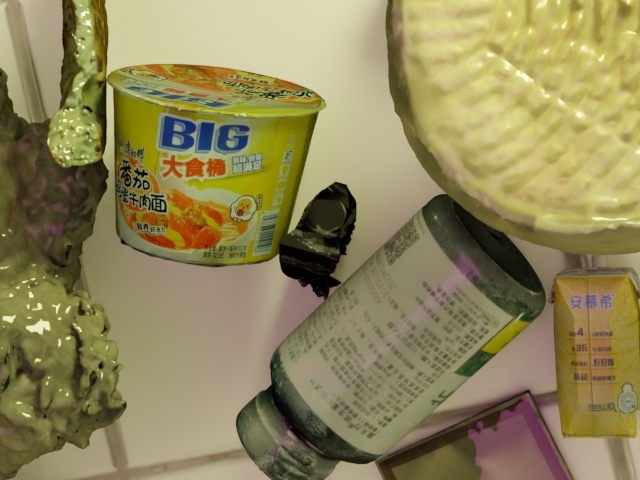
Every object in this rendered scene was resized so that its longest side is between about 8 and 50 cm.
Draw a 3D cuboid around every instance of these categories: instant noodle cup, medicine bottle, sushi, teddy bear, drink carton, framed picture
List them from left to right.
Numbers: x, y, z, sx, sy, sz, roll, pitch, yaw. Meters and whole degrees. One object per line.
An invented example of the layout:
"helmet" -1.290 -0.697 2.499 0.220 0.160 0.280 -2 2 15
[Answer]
"teddy bear" -0.316 0.045 1.395 0.357 0.224 0.367 -50 52 7
"instant noodle cup" -0.099 -0.069 1.374 0.205 0.205 0.153 11 108 18
"sushi" 0.000 0.000 1.391 0.056 0.085 0.083 15 59 7
"medicine bottle" 0.055 0.101 1.356 0.293 0.141 0.141 -44 81 17
"framed picture" 0.172 0.276 1.400 0.173 0.010 0.231 -26 86 19
"drink carton" 0.245 0.072 1.325 0.084 0.074 0.200 -3 95 19

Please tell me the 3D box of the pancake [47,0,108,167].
"pancake" -0.225 -0.223 1.374 0.054 0.197 0.377 -4 55 -6

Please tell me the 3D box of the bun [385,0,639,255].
"bun" 0.226 -0.166 1.172 0.364 0.202 0.364 0 88 15
